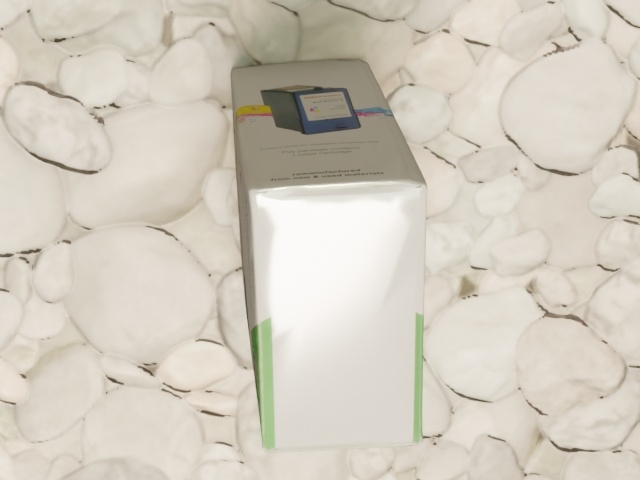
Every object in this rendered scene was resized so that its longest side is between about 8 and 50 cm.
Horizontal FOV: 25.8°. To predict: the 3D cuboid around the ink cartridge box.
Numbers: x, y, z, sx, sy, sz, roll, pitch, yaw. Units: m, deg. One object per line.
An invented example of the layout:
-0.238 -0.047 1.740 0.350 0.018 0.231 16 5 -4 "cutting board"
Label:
0.000 0.000 0.801 0.093 0.212 0.154 -3 115 -3 "ink cartridge box"
